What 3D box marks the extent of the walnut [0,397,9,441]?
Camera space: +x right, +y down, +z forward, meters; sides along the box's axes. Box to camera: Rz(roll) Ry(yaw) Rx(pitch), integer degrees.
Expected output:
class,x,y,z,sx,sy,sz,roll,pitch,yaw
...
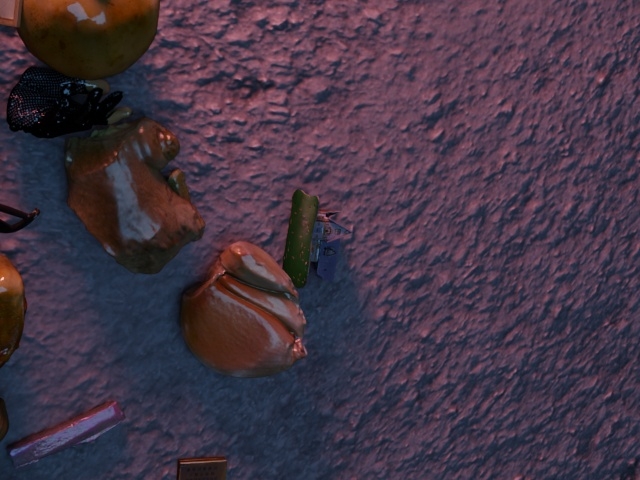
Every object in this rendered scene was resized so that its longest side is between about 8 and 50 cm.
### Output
class,x,y,z,sx,sy,sz,roll,pitch,yaw
walnut,-0.588,0.296,1.873,0.167,0.149,0.166,-25,142,-21

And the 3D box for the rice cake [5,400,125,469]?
class,x,y,z,sx,sy,sz,roll,pitch,yaw
rice cake,-0.435,0.331,1.991,0.207,0.036,0.047,-21,118,-15

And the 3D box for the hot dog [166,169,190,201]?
class,x,y,z,sx,sy,sz,roll,pitch,yaw
hot dog,-0.243,-0.078,1.971,0.030,0.034,0.090,-49,136,-49

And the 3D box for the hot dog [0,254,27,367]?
class,x,y,z,sx,sy,sz,roll,pitch,yaw
hot dog,-0.568,0.142,1.825,0.257,0.150,0.153,-31,131,-8

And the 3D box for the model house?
class,x,y,z,sx,sy,sz,roll,pitch,yaw
model house,0.000,0.000,2.040,0.088,0.117,0.167,5,97,-25

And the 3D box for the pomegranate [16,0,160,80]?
class,x,y,z,sx,sy,sz,roll,pitch,yaw
pomegranate,-0.360,-0.355,1.770,0.233,0.233,0.233,-5,104,-20

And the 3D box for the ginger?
class,x,y,z,sx,sy,sz,roll,pitch,yaw
ginger,-0.299,-0.081,1.894,0.276,0.130,0.221,37,93,-21

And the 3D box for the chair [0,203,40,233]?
class,x,y,z,sx,sy,sz,roll,pitch,yaw
chair,-0.562,-0.114,1.761,0.260,0.155,0.141,23,71,-43

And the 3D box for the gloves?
class,x,y,z,sx,sy,sz,roll,pitch,yaw
gloves,-0.388,-0.205,1.827,0.181,0.129,0.106,16,103,0

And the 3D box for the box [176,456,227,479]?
class,x,y,z,sx,sy,sz,roll,pitch,yaw
box,-0.218,0.458,2.109,0.090,0.023,0.133,-1,102,-19

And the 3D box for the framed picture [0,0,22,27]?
class,x,y,z,sx,sy,sz,roll,pitch,yaw
framed picture,-0.508,-0.395,1.726,0.010,0.201,0.136,-6,107,-55

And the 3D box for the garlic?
class,x,y,z,sx,sy,sz,roll,pitch,yaw
garlic,-0.130,0.135,2.027,0.217,0.110,0.228,-43,99,6
